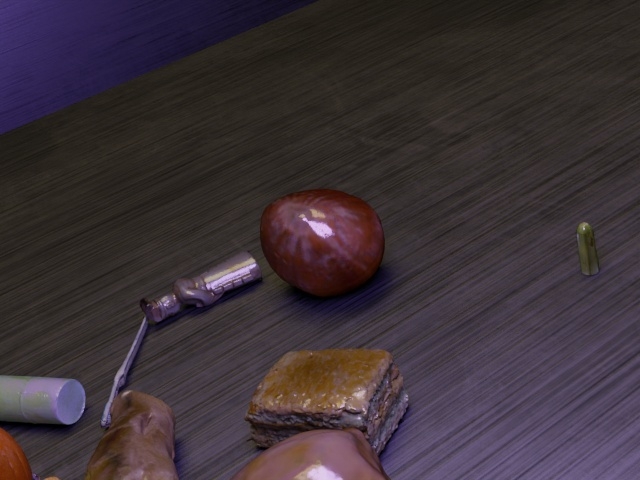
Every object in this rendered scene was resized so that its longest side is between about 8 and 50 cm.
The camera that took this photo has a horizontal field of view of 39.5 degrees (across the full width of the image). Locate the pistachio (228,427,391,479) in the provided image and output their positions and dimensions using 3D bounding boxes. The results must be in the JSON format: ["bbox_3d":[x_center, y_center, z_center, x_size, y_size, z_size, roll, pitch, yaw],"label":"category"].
[{"bbox_3d":[-0.037,0.310,0.935,0.260,0.163,0.212,-37,13,11],"label":"pistachio"}]

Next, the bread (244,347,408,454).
[{"bbox_3d":[0.004,0.209,1.166,0.196,0.102,0.138,0,29,32],"label":"bread"}]

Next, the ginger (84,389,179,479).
[{"bbox_3d":[-0.239,0.295,1.134,0.116,0.109,0.263,-41,24,11],"label":"ginger"}]

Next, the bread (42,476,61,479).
[{"bbox_3d":[-0.358,0.350,1.165,0.083,0.046,0.081,8,41,36],"label":"bread"}]

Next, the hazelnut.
[{"bbox_3d":[0.000,0.000,1.462,0.214,0.214,0.176,-2,72,26],"label":"hazelnut"}]

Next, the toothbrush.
[{"bbox_3d":[-0.311,0.204,1.436,0.028,0.026,0.294,3,28,-2],"label":"toothbrush"}]

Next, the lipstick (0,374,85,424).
[{"bbox_3d":[-0.512,0.249,1.413,0.304,0.076,0.076,-2,30,25],"label":"lipstick"}]

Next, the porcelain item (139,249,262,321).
[{"bbox_3d":[-0.211,0.086,1.569,0.213,0.054,0.084,-26,26,-19],"label":"porcelain item"}]

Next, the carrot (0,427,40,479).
[{"bbox_3d":[-0.443,0.311,1.063,0.193,0.214,0.331,-32,5,-9],"label":"carrot"}]

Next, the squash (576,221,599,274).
[{"bbox_3d":[0.399,0.011,1.334,0.027,0.083,0.027,-14,27,7],"label":"squash"}]
